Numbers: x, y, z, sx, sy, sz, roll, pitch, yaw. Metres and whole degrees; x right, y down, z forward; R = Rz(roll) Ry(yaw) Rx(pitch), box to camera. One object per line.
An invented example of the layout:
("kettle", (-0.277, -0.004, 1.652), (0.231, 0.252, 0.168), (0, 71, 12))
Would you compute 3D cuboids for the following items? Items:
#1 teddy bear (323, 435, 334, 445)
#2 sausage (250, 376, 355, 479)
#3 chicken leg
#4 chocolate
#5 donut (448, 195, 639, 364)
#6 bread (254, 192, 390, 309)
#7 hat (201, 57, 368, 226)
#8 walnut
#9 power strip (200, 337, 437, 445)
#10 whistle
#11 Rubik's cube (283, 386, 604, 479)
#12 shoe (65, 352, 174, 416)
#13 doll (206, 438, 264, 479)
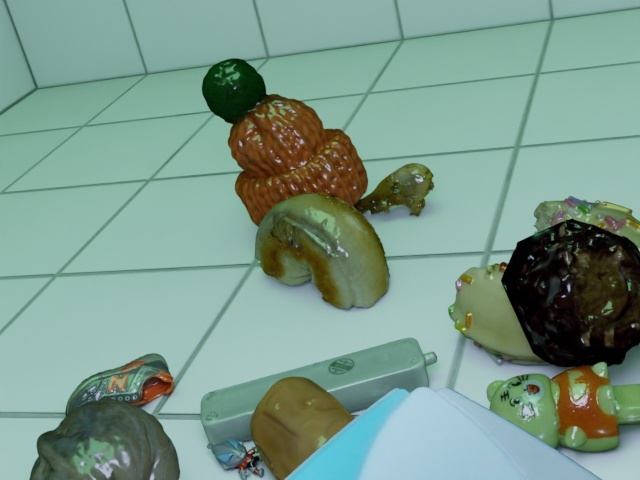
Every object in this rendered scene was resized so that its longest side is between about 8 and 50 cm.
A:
("teddy bear", (0.096, 0.327, 1.188), (0.256, 0.156, 0.267), (17, 41, 35))
("sausage", (-0.014, 0.287, 1.382), (0.136, 0.120, 0.241), (-23, 32, -17))
("chicken leg", (0.158, -0.092, 2.099), (0.207, 0.101, 0.085), (-27, 17, 23))
("chocolate", (0.371, 0.072, 1.349), (0.206, 0.224, 0.177), (-24, -11, 10))
("donut", (0.408, 0.062, 1.582), (0.307, 0.150, 0.371), (18, 41, 41))
("bread", (-0.003, -0.004, 1.871), (0.314, 0.192, 0.171), (15, 39, 45))
("hat", (-0.075, -0.224, 2.091), (0.285, 0.400, 0.285), (-20, 13, 5))
("walnut", (-0.310, 0.330, 1.368), (0.224, 0.224, 0.224), (-11, 26, 6))
("power strip", (0.001, 0.239, 1.536), (0.385, 0.062, 0.091), (-15, 26, -1))
("whistle", (0.354, 0.230, 1.328), (0.288, 0.106, 0.131), (-9, 34, 11))
("Rubik's cube", (0.098, 0.382, 0.806), (0.351, 0.347, 0.352), (32, 47, 32))
("shoe", (-0.340, 0.262, 1.656), (0.194, 0.074, 0.077), (-24, 33, -24))
("doll", (-0.129, 0.326, 1.458), (0.114, 0.039, 0.057), (12, 78, 28))
